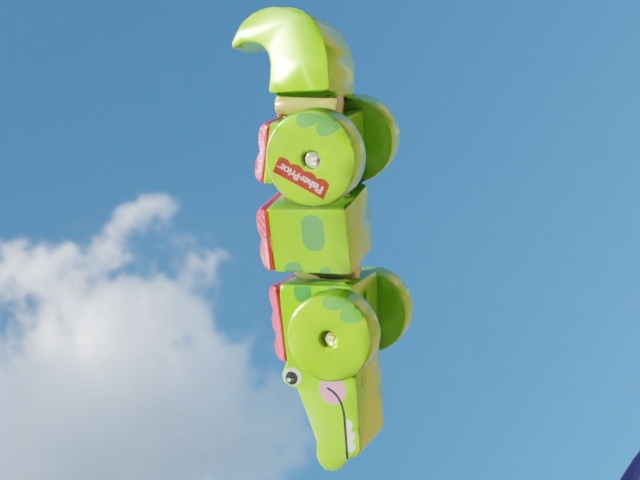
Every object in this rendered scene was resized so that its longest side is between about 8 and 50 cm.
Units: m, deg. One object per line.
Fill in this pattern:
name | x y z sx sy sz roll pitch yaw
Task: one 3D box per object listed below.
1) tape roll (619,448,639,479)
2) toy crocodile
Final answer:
tape roll | 0.124 0.119 0.294 0.189 0.080 0.189 -62 0 1
toy crocodile | 0.000 0.000 0.834 0.115 0.105 0.341 -36 -57 -65
